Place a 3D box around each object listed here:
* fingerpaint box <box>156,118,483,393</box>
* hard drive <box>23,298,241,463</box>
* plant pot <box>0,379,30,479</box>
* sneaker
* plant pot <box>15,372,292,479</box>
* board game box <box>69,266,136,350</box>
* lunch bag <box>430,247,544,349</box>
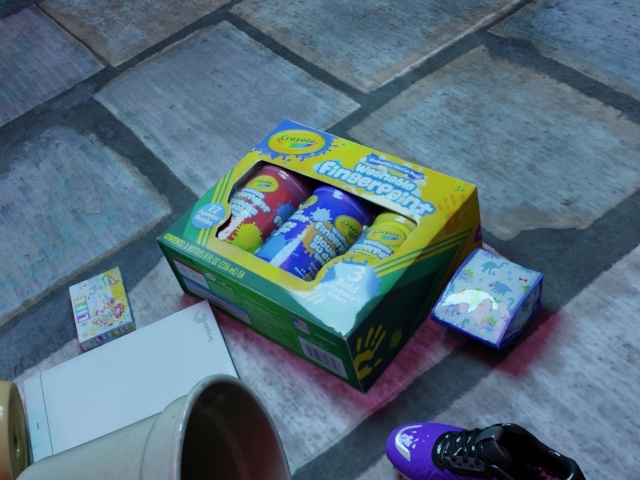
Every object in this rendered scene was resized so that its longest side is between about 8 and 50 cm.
[{"bbox_3d":[0.000,0.000,1.439,0.444,0.163,0.371,25,58,34],"label":"fingerpaint box"},{"bbox_3d":[-0.318,0.258,1.370,0.352,0.047,0.233,-24,45,-7],"label":"hard drive"},{"bbox_3d":[-0.565,0.328,1.233,0.203,0.291,0.291,-7,43,-12],"label":"plant pot"},{"bbox_3d":[0.224,0.292,1.102,0.293,0.146,0.102,12,52,26],"label":"sneaker"},{"bbox_3d":[-0.234,0.374,1.071,0.305,0.334,0.334,-16,44,17],"label":"plant pot"},{"bbox_3d":[-0.416,0.128,1.539,0.103,0.026,0.154,-24,45,-6],"label":"board game box"},{"bbox_3d":[0.270,0.103,1.307,0.128,0.096,0.151,22,47,33],"label":"lunch bag"}]
